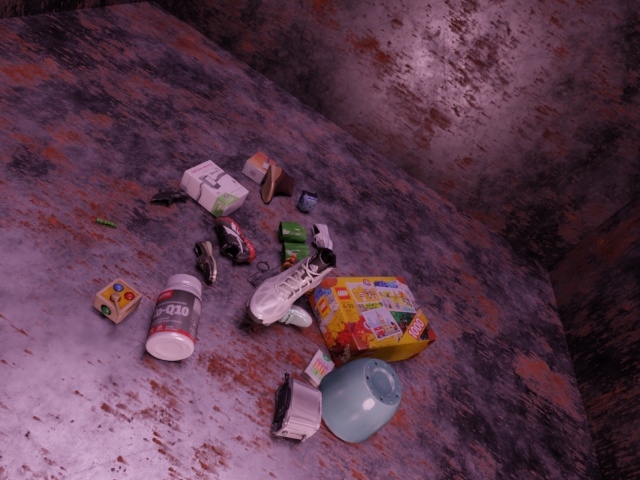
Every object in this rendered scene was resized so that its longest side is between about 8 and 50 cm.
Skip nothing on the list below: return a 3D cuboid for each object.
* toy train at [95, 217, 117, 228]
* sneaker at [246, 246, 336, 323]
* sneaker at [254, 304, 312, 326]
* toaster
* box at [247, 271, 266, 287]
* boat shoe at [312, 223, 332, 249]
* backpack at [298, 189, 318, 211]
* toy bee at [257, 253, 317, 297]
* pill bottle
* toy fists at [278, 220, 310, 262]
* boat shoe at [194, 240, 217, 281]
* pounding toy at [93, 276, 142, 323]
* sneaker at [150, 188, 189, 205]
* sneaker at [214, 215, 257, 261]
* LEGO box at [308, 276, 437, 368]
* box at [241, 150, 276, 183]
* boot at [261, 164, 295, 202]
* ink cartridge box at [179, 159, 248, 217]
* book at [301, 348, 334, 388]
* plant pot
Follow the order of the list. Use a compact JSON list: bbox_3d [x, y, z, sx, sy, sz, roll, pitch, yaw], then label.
[{"bbox_3d":[-0.878,-0.071,1.736,0.083,0.017,0.024,18,29,-22],"label":"toy train"},{"bbox_3d":[-0.103,0.149,1.724,0.169,0.257,0.447,48,48,8],"label":"sneaker"},{"bbox_3d":[-0.168,0.333,1.787,0.255,0.094,0.151,25,32,1],"label":"sneaker"},{"bbox_3d":[-0.082,0.606,1.532,0.146,0.129,0.227,27,35,-18],"label":"toaster"},{"bbox_3d":[-0.280,0.187,1.924,0.083,0.018,0.067,44,37,11],"label":"box"},{"bbox_3d":[0.000,0.000,2.306,0.084,0.095,0.258,14,31,-21],"label":"boat shoe"},{"bbox_3d":[-0.077,-0.219,2.454,0.104,0.114,0.084,14,42,-22],"label":"backpack"},{"bbox_3d":[-0.127,0.151,1.967,0.298,0.162,0.195,17,42,-24],"label":"toy bee"},{"bbox_3d":[-0.518,0.269,1.524,0.161,0.161,0.283,19,40,-22],"label":"pill bottle"},{"bbox_3d":[-0.133,0.019,2.167,0.142,0.096,0.279,6,46,-20],"label":"toy fists"},{"bbox_3d":[-0.497,0.089,1.817,0.073,0.080,0.224,3,42,-29],"label":"boat shoe"},{"bbox_3d":[-0.710,0.215,1.481,0.130,0.100,0.141,36,36,2],"label":"pounding toy"},{"bbox_3d":[-0.705,-0.195,1.985,0.170,0.051,0.089,9,44,-25],"label":"sneaker"},{"bbox_3d":[-0.419,-0.005,1.958,0.276,0.098,0.135,50,36,16],"label":"sneaker"},{"bbox_3d":[0.245,0.371,1.991,0.499,0.193,0.373,3,48,-37],"label":"LEGO box"},{"bbox_3d":[-0.358,-0.429,2.480,0.130,0.091,0.170,34,37,-2],"label":"box"},{"bbox_3d":[-0.231,-0.298,2.434,0.206,0.090,0.249,29,61,-44],"label":"boot"},{"bbox_3d":[-0.535,-0.259,2.132,0.272,0.115,0.198,39,36,4],"label":"ink cartridge box"},{"bbox_3d":[-0.008,0.534,1.752,0.096,0.035,0.144,42,36,1],"label":"book"},{"bbox_3d":[0.173,0.592,1.636,0.292,0.235,0.293,25,39,-22],"label":"plant pot"}]
